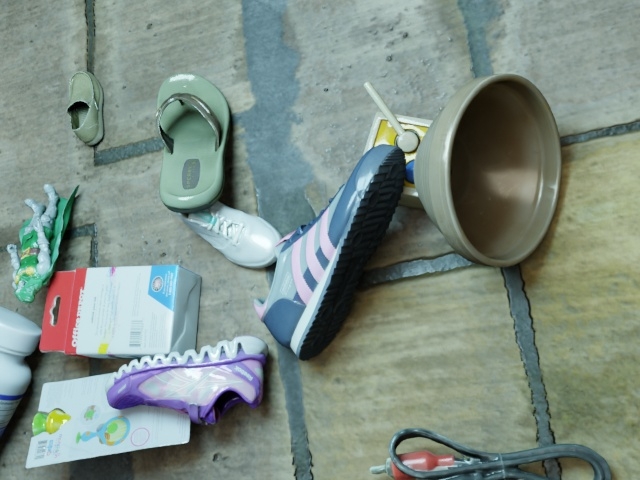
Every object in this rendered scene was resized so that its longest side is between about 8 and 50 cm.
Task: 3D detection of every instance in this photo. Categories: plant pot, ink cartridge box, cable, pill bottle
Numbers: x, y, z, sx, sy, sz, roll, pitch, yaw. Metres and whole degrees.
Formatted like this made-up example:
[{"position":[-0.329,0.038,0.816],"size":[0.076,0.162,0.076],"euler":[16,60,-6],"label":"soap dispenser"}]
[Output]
[{"position":[0.198,-0.087,0.856],"size":[0.110,0.237,0.237],"euler":[6,76,51],"label":"plant pot"},{"position":[-0.308,0.113,1.034],"size":[0.231,0.078,0.134],"euler":[-2,74,19],"label":"ink cartridge box"},{"position":[0.200,0.284,0.836],"size":[0.287,0.072,0.139],"euler":[-16,73,3],"label":"cable"},{"position":[-0.552,0.241,1.045],"size":[0.152,0.152,0.272],"euler":[25,86,23],"label":"pill bottle"}]

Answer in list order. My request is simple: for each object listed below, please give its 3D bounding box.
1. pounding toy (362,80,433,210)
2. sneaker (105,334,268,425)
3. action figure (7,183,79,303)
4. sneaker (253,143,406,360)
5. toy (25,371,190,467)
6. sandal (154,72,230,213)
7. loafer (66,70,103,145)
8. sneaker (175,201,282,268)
[{"position":[0.114,-0.130,0.941],"size":[0.130,0.100,0.141],"euler":[14,81,21],"label":"pounding toy"},{"position":[-0.182,0.209,0.933],"size":[0.236,0.095,0.104],"euler":[-13,66,1],"label":"sneaker"},{"position":[-0.457,0.009,1.079],"size":[0.137,0.063,0.232],"euler":[-34,42,19],"label":"action figure"},{"position":[0.000,0.000,0.907],"size":[0.131,0.112,0.319],"euler":[34,106,29],"label":"sneaker"},{"position":[-0.301,0.263,0.993],"size":[0.237,0.056,0.137],"euler":[-8,47,1],"label":"toy"},{"position":[-0.200,-0.171,1.031],"size":[0.120,0.086,0.302],"euler":[-14,48,0],"label":"sandal"},{"position":[-0.416,-0.240,1.180],"size":[0.056,0.050,0.148],"euler":[-22,70,12],"label":"loafer"},{"position":[-0.156,-0.025,1.009],"size":[0.212,0.094,0.080],"euler":[27,86,24],"label":"sneaker"}]
